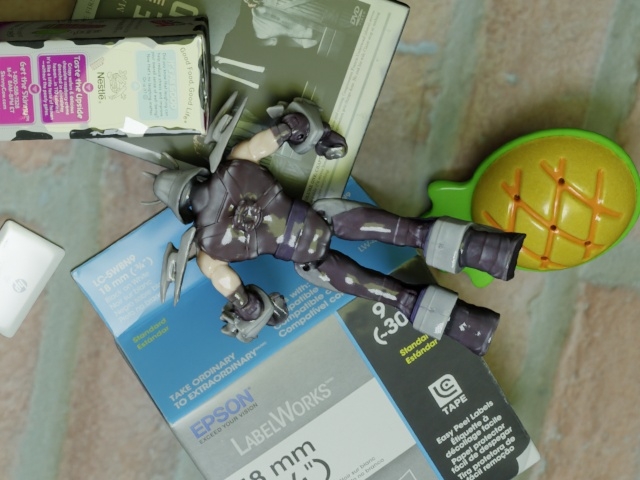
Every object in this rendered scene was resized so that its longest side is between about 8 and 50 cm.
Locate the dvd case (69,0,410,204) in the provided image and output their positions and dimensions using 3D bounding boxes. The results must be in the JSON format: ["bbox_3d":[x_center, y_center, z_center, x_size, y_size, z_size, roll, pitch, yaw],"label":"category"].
[{"bbox_3d":[-0.073,-0.134,1.222,0.238,0.029,0.179,19,100,-7],"label":"dvd case"}]

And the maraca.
[{"bbox_3d":[0.172,-0.025,1.325,0.185,0.099,0.127,-21,111,18],"label":"maraca"}]

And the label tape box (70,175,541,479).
[{"bbox_3d":[-0.008,0.105,1.301,0.240,0.106,0.334,-34,113,-5],"label":"label tape box"}]

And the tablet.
[{"bbox_3d":[-0.243,0.031,1.261,0.054,0.006,0.083,31,96,-23],"label":"tablet"}]

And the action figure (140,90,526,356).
[{"bbox_3d":[0.000,0.000,1.188,0.285,0.099,0.185,19,103,3],"label":"action figure"}]

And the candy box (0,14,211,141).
[{"bbox_3d":[-0.193,-0.114,1.124,0.233,0.159,0.071,-3,103,-2],"label":"candy box"}]
